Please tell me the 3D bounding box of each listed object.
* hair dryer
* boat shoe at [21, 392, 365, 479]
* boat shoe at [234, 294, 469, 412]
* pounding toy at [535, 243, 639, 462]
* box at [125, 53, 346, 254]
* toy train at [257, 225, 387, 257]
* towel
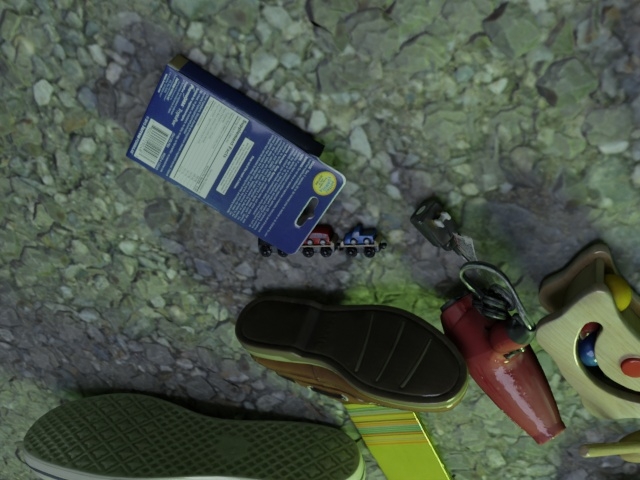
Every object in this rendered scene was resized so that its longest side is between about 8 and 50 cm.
[{"bbox_3d":[0.182,0.110,0.861,0.080,0.223,0.293,-32,116,4],"label":"hair dryer"},{"bbox_3d":[-0.187,0.338,1.163,0.501,0.186,0.155,6,121,6],"label":"boat shoe"},{"bbox_3d":[0.045,0.141,0.976,0.307,0.110,0.104,15,150,34],"label":"boat shoe"},{"bbox_3d":[0.346,0.147,0.873,0.154,0.154,0.269,-24,118,33],"label":"pounding toy"},{"bbox_3d":[-0.092,-0.089,0.901,0.225,0.036,0.136,33,126,-4],"label":"box"},{"bbox_3d":[0.000,0.000,0.952,0.158,0.027,0.036,0,113,18],"label":"toy train"},{"bbox_3d":[0.120,0.301,1.145,0.102,0.021,0.237,-10,123,30],"label":"towel"}]
